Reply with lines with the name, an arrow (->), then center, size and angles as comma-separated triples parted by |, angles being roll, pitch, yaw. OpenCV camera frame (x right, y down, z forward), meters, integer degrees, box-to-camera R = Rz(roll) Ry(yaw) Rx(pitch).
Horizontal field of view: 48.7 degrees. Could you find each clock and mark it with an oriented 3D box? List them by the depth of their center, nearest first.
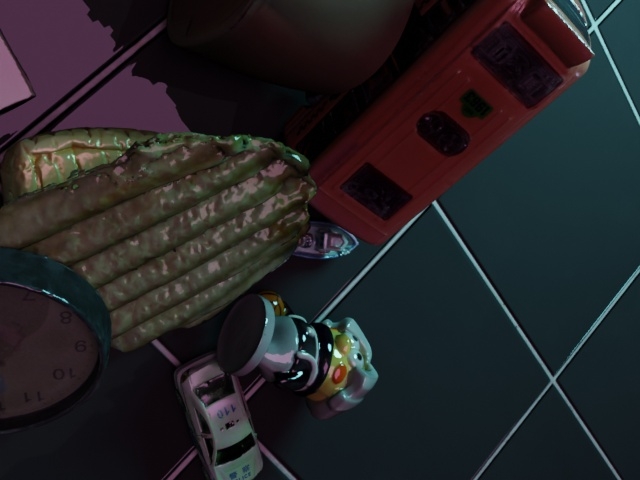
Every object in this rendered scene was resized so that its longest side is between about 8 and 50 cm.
clock -> -0.388, 0.127, 0.824 | 0.281, 0.055, 0.280 | -9, 131, -10

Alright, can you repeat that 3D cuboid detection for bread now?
bread -> -0.279, -0.075, 0.905 | 0.236, 0.106, 0.140 | -5, 99, -29

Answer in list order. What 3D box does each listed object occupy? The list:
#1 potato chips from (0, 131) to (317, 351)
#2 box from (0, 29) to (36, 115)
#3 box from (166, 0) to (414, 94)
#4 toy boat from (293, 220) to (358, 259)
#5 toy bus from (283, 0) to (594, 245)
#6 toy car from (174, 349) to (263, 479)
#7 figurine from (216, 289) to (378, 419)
potato chips -> -0.201, 0.014, 0.894 | 0.429, 0.070, 0.358 | -27, 146, -2
box -> -0.483, -0.257, 0.776 | 0.198, 0.084, 0.310 | -31, 111, -21
box -> -0.034, -0.331, 0.911 | 0.216, 0.301, 0.301 | 22, 86, -38
toy boat -> 0.000, 0.000, 1.096 | 0.140, 0.066, 0.059 | 5, 91, -31
toy bus -> 0.150, -0.203, 0.964 | 0.203, 0.233, 0.427 | 33, 120, -29
toy car -> -0.144, 0.276, 1.051 | 0.090, 0.076, 0.224 | -23, 108, -26
figurine -> -0.027, 0.166, 1.057 | 0.236, 0.176, 0.133 | 28, 124, -31
